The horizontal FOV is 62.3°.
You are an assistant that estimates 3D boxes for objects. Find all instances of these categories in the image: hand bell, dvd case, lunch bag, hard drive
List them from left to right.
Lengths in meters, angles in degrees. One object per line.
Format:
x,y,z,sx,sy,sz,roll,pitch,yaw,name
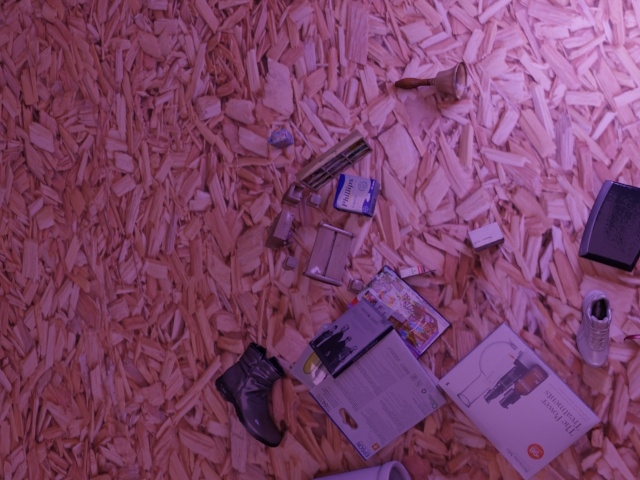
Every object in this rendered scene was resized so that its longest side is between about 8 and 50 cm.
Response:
-0.153,-0.382,2.000,0.083,0.071,0.053,-20,76,17,lunch bag
0.093,0.300,1.664,0.239,0.029,0.179,-38,33,-5,dvd case
0.371,-0.548,1.835,0.242,0.126,0.126,8,87,33,hand bell
0.904,-0.048,1.601,0.172,0.054,0.254,20,91,20,hard drive

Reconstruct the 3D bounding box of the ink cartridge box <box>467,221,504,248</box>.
0.528,-0.009,1.685,0.099,0.135,0.056,-22,77,15,ink cartridge box

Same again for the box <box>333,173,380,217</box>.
0.127,-0.159,1.876,0.137,0.072,0.126,12,87,21,box

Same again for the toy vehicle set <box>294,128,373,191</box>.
0.051,-0.276,1.866,0.267,0.166,0.035,-34,74,13,toy vehicle set

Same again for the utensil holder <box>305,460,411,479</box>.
0.090,0.889,1.641,0.386,0.328,0.327,-20,78,18,utensil holder

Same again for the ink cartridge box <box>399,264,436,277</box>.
0.328,0.101,1.781,0.115,0.063,0.029,-16,81,17,ink cartridge box

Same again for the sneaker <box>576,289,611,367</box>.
0.812,0.261,1.566,0.090,0.115,0.232,0,84,19,sneaker

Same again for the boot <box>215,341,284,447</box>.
-0.206,0.547,1.897,0.223,0.118,0.338,-45,76,4,boot

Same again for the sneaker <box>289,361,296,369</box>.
-0.080,0.479,1.903,0.037,0.032,0.083,-45,67,24,sneaker

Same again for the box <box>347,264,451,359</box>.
0.262,0.252,1.791,0.293,0.057,0.201,44,98,18,box

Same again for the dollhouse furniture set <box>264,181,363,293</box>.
0.000,0.000,1.914,0.356,0.174,0.303,21,75,-12,dollhouse furniture set

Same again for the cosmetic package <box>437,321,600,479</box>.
0.597,0.486,1.629,0.284,0.097,0.377,-47,72,12,cosmetic package

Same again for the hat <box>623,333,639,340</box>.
1.052,0.249,1.534,0.209,0.183,0.172,11,95,-21,hat

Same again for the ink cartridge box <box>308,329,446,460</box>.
0.180,0.482,1.685,0.330,0.071,0.324,-36,104,2,ink cartridge box

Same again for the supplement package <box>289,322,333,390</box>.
0.044,0.420,1.799,0.194,0.149,0.203,36,95,19,supplement package

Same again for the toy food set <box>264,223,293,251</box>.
-0.148,-0.021,1.986,0.078,0.019,0.122,-38,70,12,toy food set
